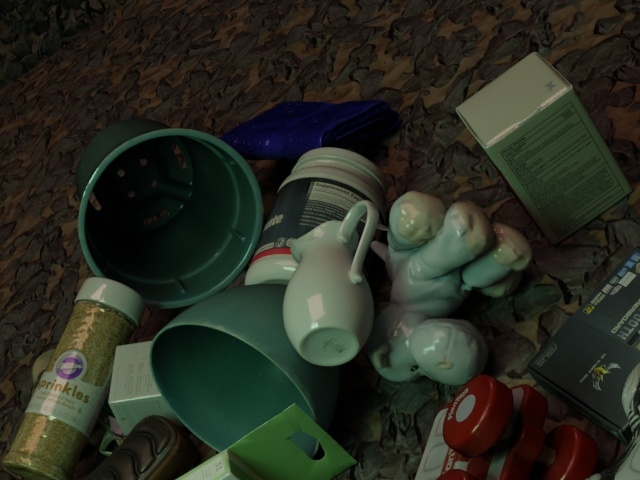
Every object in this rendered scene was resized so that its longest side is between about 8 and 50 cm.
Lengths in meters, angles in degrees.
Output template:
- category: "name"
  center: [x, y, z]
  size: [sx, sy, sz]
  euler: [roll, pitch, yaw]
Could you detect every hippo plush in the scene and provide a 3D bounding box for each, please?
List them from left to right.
- category: "hippo plush"
  center: [0.141, 0.080, 1.539]
  size: [0.294, 0.234, 0.236]
  euler: [9, 68, 26]

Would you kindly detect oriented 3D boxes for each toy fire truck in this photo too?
- category: "toy fire truck"
  center: [0.185, 0.321, 1.335]
  size: [0.254, 0.169, 0.302]
  euler: [-37, 26, 56]

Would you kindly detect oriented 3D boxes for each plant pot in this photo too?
- category: "plant pot"
  center: [-0.326, -0.084, 2.100]
  size: [0.341, 0.341, 0.334]
  euler: [-44, 28, -4]
- category: "plant pot"
  center: [-0.084, 0.178, 1.639]
  size: [0.290, 0.290, 0.195]
  euler: [-7, 31, 39]

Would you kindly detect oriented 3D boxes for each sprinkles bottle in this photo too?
- category: "sprinkles bottle"
  center: [-0.418, 0.241, 1.859]
  size: [0.121, 0.121, 0.355]
  euler: [-5, 55, 40]

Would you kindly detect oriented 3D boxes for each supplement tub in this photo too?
- category: "supplement tub"
  center: [0.000, 0.000, 1.793]
  size: [0.191, 0.191, 0.272]
  euler: [-11, 45, 36]

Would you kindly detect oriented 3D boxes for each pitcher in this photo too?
- category: "pitcher"
  center: [0.024, 0.055, 1.496]
  size: [0.177, 0.126, 0.207]
  euler: [-49, 27, 36]

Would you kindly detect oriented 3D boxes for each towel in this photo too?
- category: "towel"
  center: [-0.030, -0.216, 2.074]
  size: [0.308, 0.076, 0.228]
  euler: [3, 22, 44]

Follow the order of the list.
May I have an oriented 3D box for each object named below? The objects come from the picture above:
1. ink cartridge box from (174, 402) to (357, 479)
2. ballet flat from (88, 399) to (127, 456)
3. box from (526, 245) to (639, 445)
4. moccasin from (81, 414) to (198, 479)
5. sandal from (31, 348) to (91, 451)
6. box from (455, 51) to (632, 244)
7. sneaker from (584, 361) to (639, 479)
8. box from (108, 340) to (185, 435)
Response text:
- category: "ink cartridge box"
  center: [-0.082, 0.348, 1.518]
  size: [0.235, 0.171, 0.056]
  euler: [-33, 37, 12]
- category: "ballet flat"
  center: [-0.366, 0.334, 1.892]
  size: [0.222, 0.077, 0.079]
  euler: [22, 73, 48]
- category: "box"
  center: [0.406, 0.132, 1.385]
  size: [0.232, 0.059, 0.183]
  euler: [-46, 37, -6]
- category: "moccasin"
  center: [-0.347, 0.446, 1.711]
  size: [0.139, 0.147, 0.380]
  euler: [27, 68, 38]
- category: "sandal"
  center: [-0.488, 0.288, 2.039]
  size: [0.120, 0.086, 0.303]
  euler: [-42, 35, -1]
- category: "box"
  center: [0.329, -0.133, 1.588]
  size: [0.149, 0.232, 0.126]
  euler: [-36, 36, 8]
- category: "sneaker"
  center: [0.412, 0.220, 1.138]
  size: [0.366, 0.137, 0.210]
  euler: [-48, 12, -34]
- category: "box"
  center: [-0.256, 0.241, 1.818]
  size: [0.171, 0.091, 0.130]
  euler: [-8, 41, 5]
